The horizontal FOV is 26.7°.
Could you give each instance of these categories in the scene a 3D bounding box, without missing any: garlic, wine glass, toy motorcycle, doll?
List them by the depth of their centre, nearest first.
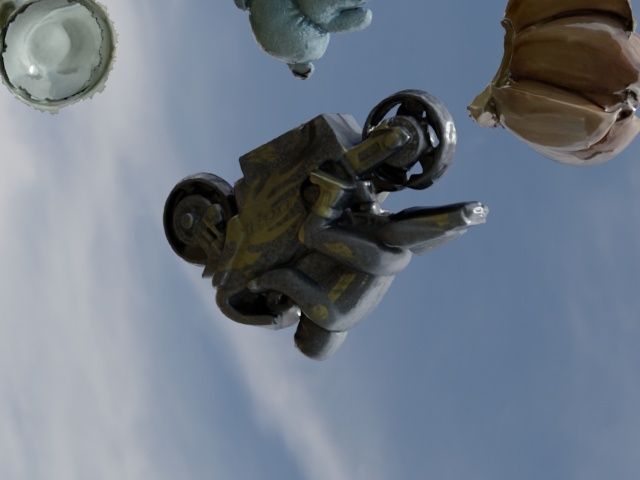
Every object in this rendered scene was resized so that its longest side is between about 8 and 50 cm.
[{"bbox_3d":[0.000,0.000,0.727,0.193,0.061,0.124,-19,-97,29],"label":"toy motorcycle"},{"bbox_3d":[0.002,-0.250,1.382,0.179,0.075,0.120,-33,-79,28],"label":"doll"},{"bbox_3d":[0.285,-0.191,1.503,0.191,0.160,0.214,11,-105,24],"label":"garlic"},{"bbox_3d":[-0.362,-0.261,1.577,0.321,0.143,0.143,35,-57,48],"label":"wine glass"}]
